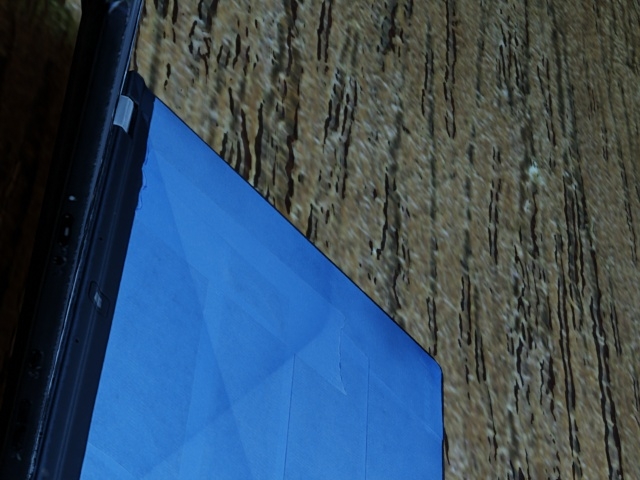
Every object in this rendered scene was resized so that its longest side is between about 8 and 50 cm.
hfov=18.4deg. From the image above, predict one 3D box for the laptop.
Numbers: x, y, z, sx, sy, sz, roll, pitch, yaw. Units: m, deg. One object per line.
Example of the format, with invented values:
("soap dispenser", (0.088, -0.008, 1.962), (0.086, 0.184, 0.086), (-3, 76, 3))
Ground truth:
("laptop", (0.000, 0.000, 0.867), (0.236, 0.408, 0.382), (13, 35, -7))
